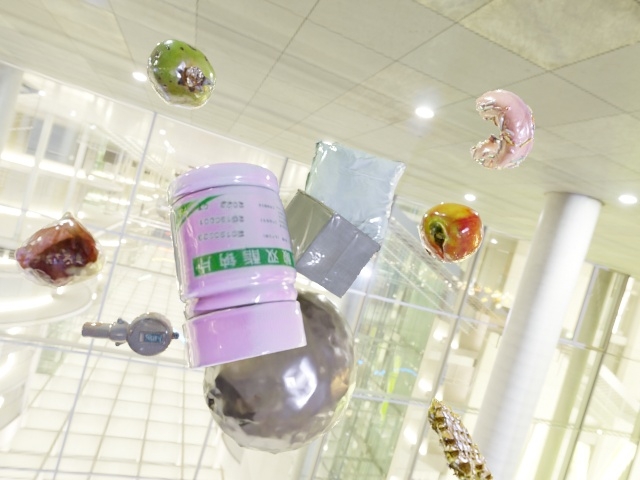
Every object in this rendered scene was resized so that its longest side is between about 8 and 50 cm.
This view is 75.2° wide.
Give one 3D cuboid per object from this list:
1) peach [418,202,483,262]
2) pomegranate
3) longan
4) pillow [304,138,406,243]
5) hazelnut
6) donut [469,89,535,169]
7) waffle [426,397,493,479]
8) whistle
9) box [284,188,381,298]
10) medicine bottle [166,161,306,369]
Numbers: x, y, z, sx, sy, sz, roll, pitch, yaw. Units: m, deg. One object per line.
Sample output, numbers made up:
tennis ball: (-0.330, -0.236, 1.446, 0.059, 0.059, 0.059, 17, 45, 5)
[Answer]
peach: (0.385, -0.022, 1.217, 0.197, 0.197, 0.197, 16, -179, 0)
pomegranate: (-0.573, -0.714, 1.756, 0.291, 0.290, 0.323, 15, 167, -33)
longan: (-0.094, 0.316, 1.075, 0.404, 0.404, 0.436, 16, 179, 2)
pillow: (0.088, -0.143, 1.214, 0.283, 0.310, 0.138, 13, 156, 7)
hazelnut: (-0.825, 0.028, 1.347, 0.261, 0.241, 0.261, -5, -170, 1)
donut: (0.514, -0.306, 1.197, 0.085, 0.233, 0.199, -22, -143, -18)
waffle: (0.384, 0.578, 1.180, 0.293, 0.069, 0.260, 39, -160, -55)
whistle: (-0.449, 0.220, 0.988, 0.220, 0.107, 0.057, 7, -175, -7)
box: (0.000, 0.000, 0.966, 0.155, 0.149, 0.231, 34, -176, -29)
medicine bottle: (-0.152, 0.047, 0.746, 0.212, 0.325, 0.212, -10, 166, -3)
